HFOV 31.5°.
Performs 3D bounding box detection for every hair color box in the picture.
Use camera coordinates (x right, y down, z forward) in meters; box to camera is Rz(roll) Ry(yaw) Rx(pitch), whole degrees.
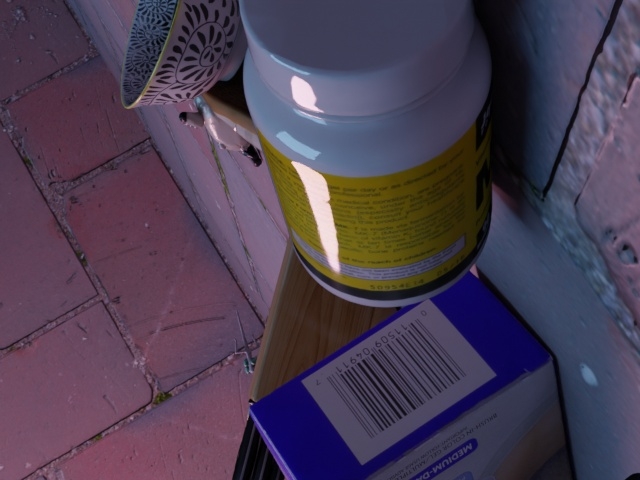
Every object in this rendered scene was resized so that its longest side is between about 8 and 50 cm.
[{"bbox_3d":[0.090,0.197,0.857,0.110,0.185,0.339,51,169,39],"label":"hair color box"}]

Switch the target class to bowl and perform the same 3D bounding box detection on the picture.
[{"bbox_3d":[-0.106,-0.183,0.967,0.170,0.080,0.170,-48,35,50],"label":"bowl"}]

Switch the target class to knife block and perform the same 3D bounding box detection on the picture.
[{"bbox_3d":[-0.032,0.125,1.137,0.275,0.242,0.088,60,171,0],"label":"knife block"}]

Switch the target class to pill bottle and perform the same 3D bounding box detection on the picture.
[{"bbox_3d":[0.027,-0.060,0.566,0.119,0.119,0.208,55,171,27],"label":"pill bottle"}]

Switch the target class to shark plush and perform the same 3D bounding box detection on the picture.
[{"bbox_3d":[-0.105,-0.150,1.383,0.161,0.073,0.067,40,-153,-40],"label":"shark plush"}]

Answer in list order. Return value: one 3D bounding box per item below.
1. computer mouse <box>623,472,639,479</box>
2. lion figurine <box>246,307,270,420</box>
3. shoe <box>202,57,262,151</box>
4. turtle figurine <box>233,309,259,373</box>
[{"bbox_3d":[0.205,0.188,0.687,0.071,0.041,0.242,30,164,23],"label":"computer mouse"},{"bbox_3d":[0.037,0.240,1.376,0.392,0.240,0.142,92,-170,-47],"label":"lion figurine"},{"bbox_3d":[-0.045,-0.106,0.983,0.219,0.076,0.058,46,159,52],"label":"shoe"},{"bbox_3d":[-0.014,0.163,1.642,0.175,0.118,0.234,-45,73,39],"label":"turtle figurine"}]
